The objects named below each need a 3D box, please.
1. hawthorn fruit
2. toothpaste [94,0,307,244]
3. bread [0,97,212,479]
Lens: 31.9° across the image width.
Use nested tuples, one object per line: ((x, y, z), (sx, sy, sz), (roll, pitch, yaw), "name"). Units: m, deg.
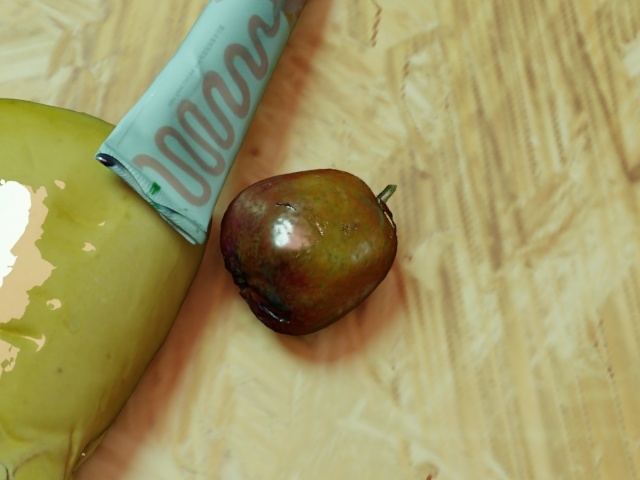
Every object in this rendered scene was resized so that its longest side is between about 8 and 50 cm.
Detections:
((-0.005, 0.004, 0.488), (0.077, 0.077, 0.077), (1, 70, -3), "hawthorn fruit")
((-0.037, -0.089, 0.503), (0.056, 0.036, 0.205), (40, 49, -22), "toothpaste")
((-0.130, 0.020, 0.464), (0.134, 0.085, 0.173), (21, 71, 4), "bread")
